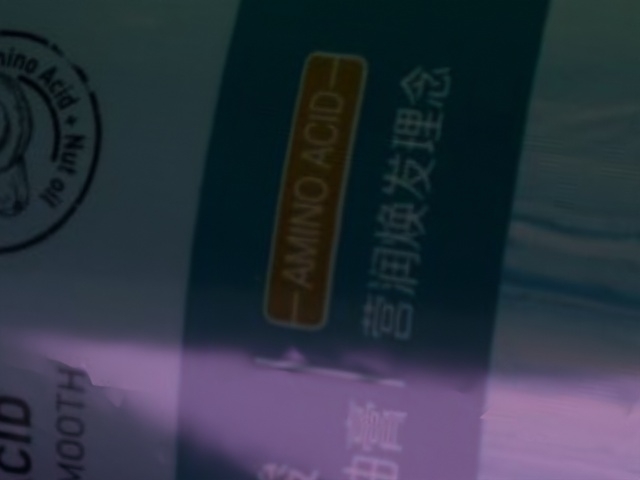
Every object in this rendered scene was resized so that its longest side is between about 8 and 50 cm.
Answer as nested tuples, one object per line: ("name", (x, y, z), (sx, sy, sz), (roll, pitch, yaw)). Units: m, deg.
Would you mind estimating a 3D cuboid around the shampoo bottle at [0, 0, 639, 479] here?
("shampoo bottle", (0.000, 0.000, 0.603), (0.342, 0.331, 0.331), (9, 130, 15))
